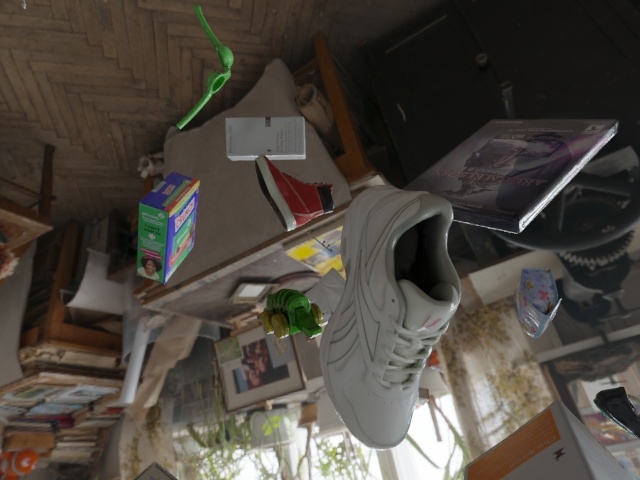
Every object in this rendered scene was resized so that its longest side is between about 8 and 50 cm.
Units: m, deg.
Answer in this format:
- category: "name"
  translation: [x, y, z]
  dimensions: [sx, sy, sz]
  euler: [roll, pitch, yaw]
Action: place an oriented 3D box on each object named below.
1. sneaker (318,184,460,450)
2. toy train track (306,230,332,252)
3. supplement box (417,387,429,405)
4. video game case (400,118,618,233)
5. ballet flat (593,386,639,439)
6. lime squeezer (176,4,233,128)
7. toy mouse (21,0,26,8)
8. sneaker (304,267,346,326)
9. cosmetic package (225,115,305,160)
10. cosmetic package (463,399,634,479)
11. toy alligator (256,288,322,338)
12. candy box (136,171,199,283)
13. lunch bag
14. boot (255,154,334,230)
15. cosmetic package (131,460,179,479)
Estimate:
- category: "sneaker"
  translation: [0.059, 0.067, 0.345]
  dimensions: [0.090, 0.232, 0.115]
  euler: [1, -178, -20]
- category: "toy train track"
  translation: [0.000, 0.000, 1.083]
  dimensions: [0.014, 0.083, 0.048]
  euler: [-52, -175, 3]
- category: "supplement box"
  translation: [0.291, 0.496, 1.357]
  dimensions: [0.098, 0.036, 0.062]
  euler: [10, 138, -3]
- category: "video game case"
  translation: [0.266, -0.110, 0.617]
  dimensions: [0.274, 0.196, 0.026]
  euler: [-36, 123, -26]
- category: "ballet flat"
  translation: [0.578, 0.332, 0.735]
  dimensions: [0.074, 0.203, 0.074]
  euler: [-46, 174, -6]
- category: "lime squeezer"
  translation: [-0.269, -0.412, 1.016]
  dimensions: [0.109, 0.311, 0.059]
  euler: [9, 173, -24]
- category: "toy mouse"
  translation: [-0.290, -0.280, 0.383]
  dimensions: [0.031, 0.143, 0.161]
  euler: [-32, -174, -34]
- category: "sneaker"
  translation: [0.075, 0.247, 1.390]
  dimensions: [0.169, 0.292, 0.108]
  euler: [-41, 156, -7]
- category: "cosmetic package"
  translation: [-0.161, -0.301, 1.256]
  dimensions: [0.231, 0.118, 0.085]
  euler: [-2, -178, -1]
- category: "cosmetic package"
  translation: [0.315, 0.412, 0.553]
  dimensions: [0.230, 0.161, 0.453]
  euler: [-46, 166, 15]
- category: "toy alligator"
  translation: [-0.050, 0.086, 0.540]
  dimensions: [0.056, 0.051, 0.189]
  euler: [-12, -178, -26]
- category: "candy box"
  translation: [-0.556, -0.050, 1.555]
  dimensions: [0.122, 0.268, 0.317]
  euler: [15, 123, 0]
- category: "lunch bag"
  translation: [0.323, 0.094, 0.628]
  dimensions: [0.053, 0.083, 0.071]
  euler: [1, 139, 14]
- category: "boot"
  translation: [-0.068, -0.158, 1.185]
  dimensions: [0.176, 0.244, 0.088]
  euler: [-25, 159, -17]
- category: "cosmetic package"
  translation: [-0.207, 0.456, 0.528]
  dimensions: [0.113, 0.160, 0.310]
  euler: [-30, 140, -56]
